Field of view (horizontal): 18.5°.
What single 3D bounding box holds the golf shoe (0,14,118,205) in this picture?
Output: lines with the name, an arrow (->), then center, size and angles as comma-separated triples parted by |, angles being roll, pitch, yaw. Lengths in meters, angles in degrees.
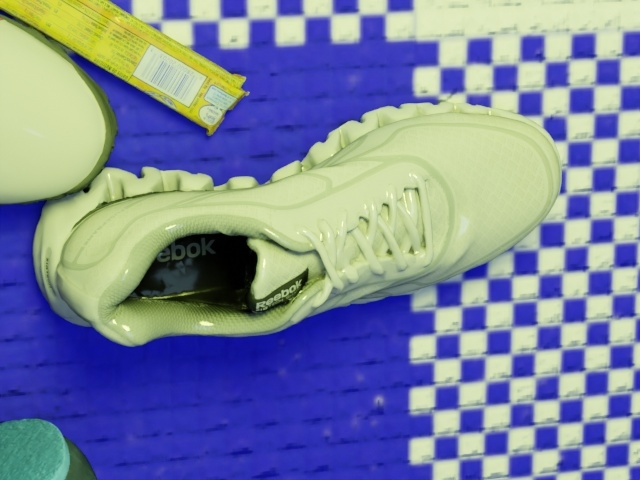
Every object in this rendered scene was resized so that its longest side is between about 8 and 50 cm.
golf shoe -> -0.224, -0.078, 0.946 | 0.273, 0.120, 0.105 | 21, 97, -19

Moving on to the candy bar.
candy bar -> -0.110, -0.106, 1.028 | 0.161, 0.018, 0.040 | 30, 98, -21

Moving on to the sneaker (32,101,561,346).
sneaker -> 0.000, 0.000, 1.036 | 0.292, 0.118, 0.110 | -14, 106, -14

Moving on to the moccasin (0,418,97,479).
moccasin -> -0.248, 0.219, 1.030 | 0.342, 0.137, 0.117 | -33, 116, 9
